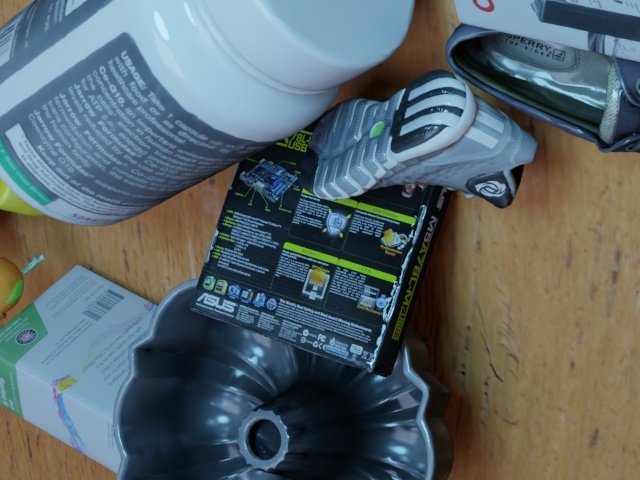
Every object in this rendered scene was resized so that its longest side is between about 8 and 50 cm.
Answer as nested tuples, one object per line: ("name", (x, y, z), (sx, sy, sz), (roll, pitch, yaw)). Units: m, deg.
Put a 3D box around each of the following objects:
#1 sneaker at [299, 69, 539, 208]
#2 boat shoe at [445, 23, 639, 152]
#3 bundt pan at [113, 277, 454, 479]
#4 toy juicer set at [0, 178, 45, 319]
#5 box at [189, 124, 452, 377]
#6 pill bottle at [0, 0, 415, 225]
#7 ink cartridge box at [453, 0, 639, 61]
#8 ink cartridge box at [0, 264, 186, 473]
("sneaker", (0.083, -0.056, 1.121), (0.132, 0.086, 0.229), (24, 165, -24))
("boat shoe", (0.218, -0.102, 1.008), (0.285, 0.092, 0.103), (24, 133, 24))
("bundt pan", (-0.020, 0.174, 1.315), (0.331, 0.124, 0.330), (-1, 87, 30))
("toy juicer set", (-0.403, -0.010, 1.561), (0.329, 0.089, 0.209), (12, 97, 39))
("box", (0.000, 0.000, 1.222), (0.191, 0.045, 0.184), (16, 85, 29))
("pill bottle", (-0.108, -0.153, 1.155), (0.361, 0.204, 0.204), (-22, 105, 47))
("ink cartridge box", (0.205, -0.210, 0.883), (0.273, 0.114, 0.197), (18, 152, 29))
("ink cartridge box", (-0.214, 0.137, 1.493), (0.212, 0.154, 0.093), (23, 135, 24))
